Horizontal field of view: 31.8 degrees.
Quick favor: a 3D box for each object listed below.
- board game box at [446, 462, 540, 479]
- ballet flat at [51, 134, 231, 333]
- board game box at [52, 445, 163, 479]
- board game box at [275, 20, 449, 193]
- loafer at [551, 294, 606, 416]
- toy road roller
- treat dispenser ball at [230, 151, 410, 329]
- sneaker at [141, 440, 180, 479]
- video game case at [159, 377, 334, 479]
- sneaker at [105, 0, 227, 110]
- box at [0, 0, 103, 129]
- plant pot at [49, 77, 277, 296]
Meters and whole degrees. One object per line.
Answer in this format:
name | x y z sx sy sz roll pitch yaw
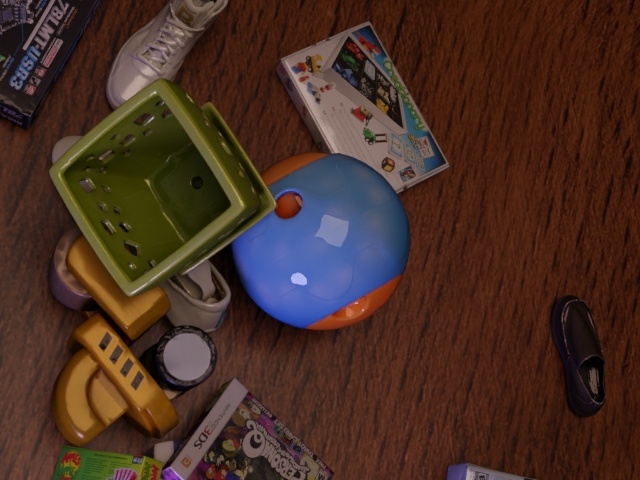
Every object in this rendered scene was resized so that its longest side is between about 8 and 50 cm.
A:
board game box | 0.352 0.514 1.880 0.303 0.097 0.224 15 73 -12
ballet flat | -0.272 -0.028 1.801 0.139 0.139 0.400 -36 89 -22
board game box | -0.322 0.362 1.667 0.043 0.181 0.092 34 63 -48
board game box | 0.075 -0.220 2.005 0.193 0.053 0.305 -26 85 -21
loafer | 0.477 0.202 2.008 0.080 0.078 0.220 -7 78 -19
toy road roller | -0.333 0.162 1.697 0.240 0.202 0.329 -39 91 -22
treat dispenser ball | 0.000 0.000 1.798 0.288 0.288 0.288 4 75 -16
sneaker | -0.184 0.469 1.720 0.182 0.127 0.315 1 67 -33
video game case | -0.108 0.360 1.730 0.232 0.042 0.210 45 43 -7
sneaker | -0.253 -0.348 1.874 0.108 0.169 0.292 35 70 -8
box | -0.542 -0.376 1.841 0.293 0.073 0.295 27 69 -10
plant pot | -0.210 -0.076 1.625 0.228 0.207 0.227 -36 81 17
